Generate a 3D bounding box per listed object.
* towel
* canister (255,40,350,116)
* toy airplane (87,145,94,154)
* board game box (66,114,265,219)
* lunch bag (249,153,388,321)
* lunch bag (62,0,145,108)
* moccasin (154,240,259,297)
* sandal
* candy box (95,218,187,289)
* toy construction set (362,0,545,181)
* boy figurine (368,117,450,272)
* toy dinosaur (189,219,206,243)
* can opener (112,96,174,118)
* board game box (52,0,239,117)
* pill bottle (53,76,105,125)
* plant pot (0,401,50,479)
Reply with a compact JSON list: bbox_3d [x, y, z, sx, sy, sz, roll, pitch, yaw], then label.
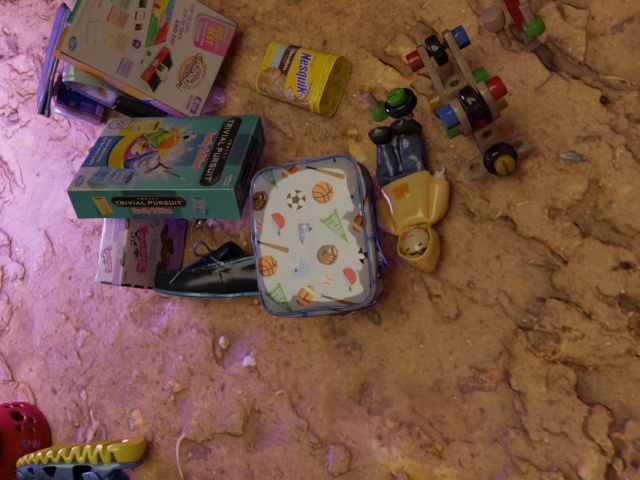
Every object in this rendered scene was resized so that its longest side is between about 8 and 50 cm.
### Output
[{"bbox_3d":[-0.608,-0.421,1.822,0.336,0.040,0.243,44,118,64],"label":"towel"},{"bbox_3d":[-0.040,-0.335,1.626,0.170,0.073,0.126,22,93,29],"label":"canister"},{"bbox_3d":[-0.488,-0.175,1.854,0.151,0.028,0.151,-3,82,25],"label":"toy airplane"},{"bbox_3d":[-0.302,-0.153,1.602,0.336,0.079,0.254,0,42,10],"label":"board game box"},{"bbox_3d":[0.000,0.000,1.457,0.243,0.115,0.303,-8,83,13],"label":"lunch bag"},{"bbox_3d":[-0.460,-0.418,1.743,0.160,0.262,0.223,8,87,27],"label":"lunch bag"},{"bbox_3d":[-0.175,0.057,1.620,0.342,0.138,0.116,-3,88,13],"label":"moccasin"},{"bbox_3d":[-0.522,0.509,1.717,0.317,0.126,0.138,-8,86,21],"label":"sandal"},{"bbox_3d":[-0.375,0.020,1.675,0.070,0.196,0.164,5,85,27],"label":"candy box"},{"bbox_3d":[0.294,-0.255,1.405,0.309,0.237,0.257,-48,38,-7],"label":"toy construction set"},{"bbox_3d":[0.157,-0.076,1.482,0.177,0.092,0.285,-14,74,22],"label":"boy figurine"},{"bbox_3d":[-0.249,-0.062,1.666,0.053,0.183,0.092,41,146,-11],"label":"toy dinosaur"},{"bbox_3d":[-0.361,-0.269,1.733,0.059,0.186,0.073,-35,39,45],"label":"can opener"},{"bbox_3d":[-0.357,-0.419,1.654,0.064,0.316,0.242,8,75,60],"label":"board game box"},{"bbox_3d":[-0.549,-0.374,1.867,0.112,0.112,0.186,16,90,28],"label":"pill bottle"},{"bbox_3d":[-0.750,0.472,1.817,0.191,0.174,0.191,-4,83,28],"label":"plant pot"}]
